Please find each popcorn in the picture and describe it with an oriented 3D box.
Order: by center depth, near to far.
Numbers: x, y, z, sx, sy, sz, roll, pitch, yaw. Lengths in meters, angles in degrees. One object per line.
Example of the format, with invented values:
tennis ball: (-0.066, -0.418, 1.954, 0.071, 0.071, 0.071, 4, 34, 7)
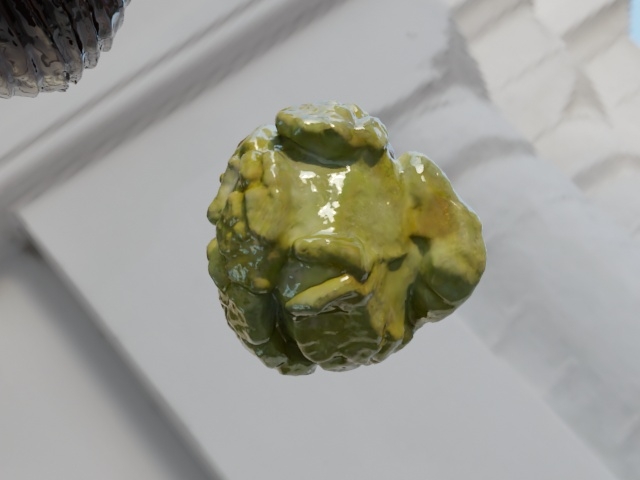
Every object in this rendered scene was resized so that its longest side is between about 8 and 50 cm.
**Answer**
popcorn: (0.000, 0.000, 0.812, 0.135, 0.162, 0.141, -59, -33, 4)

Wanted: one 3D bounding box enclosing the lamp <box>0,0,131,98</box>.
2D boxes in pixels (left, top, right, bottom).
lamp: (-0.209, -0.187, 0.939, 0.247, 0.247, 0.247, -31, -30, -20)
